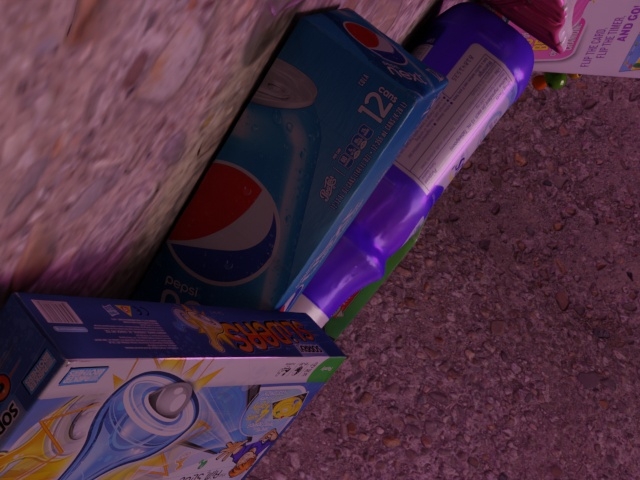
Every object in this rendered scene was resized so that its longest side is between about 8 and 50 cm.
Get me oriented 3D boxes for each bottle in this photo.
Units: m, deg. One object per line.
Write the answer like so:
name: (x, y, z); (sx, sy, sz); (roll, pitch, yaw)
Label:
bottle: (0.054, -0.053, 0.748); (0.283, 0.092, 0.118); (-52, 179, -10)

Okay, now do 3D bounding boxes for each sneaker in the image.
sneaker: (0.171, -0.213, 0.690); (0.111, 0.103, 0.252); (-56, 178, 9)

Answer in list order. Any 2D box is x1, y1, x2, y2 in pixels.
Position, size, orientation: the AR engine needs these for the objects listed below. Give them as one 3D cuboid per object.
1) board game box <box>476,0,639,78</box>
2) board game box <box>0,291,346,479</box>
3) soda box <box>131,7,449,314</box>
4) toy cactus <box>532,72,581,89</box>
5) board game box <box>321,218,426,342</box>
board game box: (0.328, -0.241, 0.876); (0.242, 0.316, 0.064); (117, -27, -64)
board game box: (-0.084, 0.087, 0.404); (0.136, 0.035, 0.201); (-51, 155, 14)
soda box: (-0.026, -0.011, 0.485); (0.210, 0.067, 0.071); (-56, 173, 24)
toy cactus: (0.309, -0.295, 1.290); (0.219, 0.112, 0.181); (172, -78, -70)
board game box: (0.077, -0.018, 1.160); (0.214, 0.046, 0.317); (-55, -178, 34)
